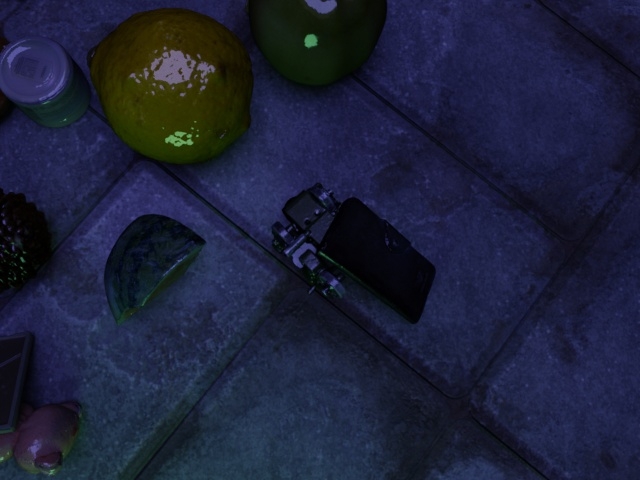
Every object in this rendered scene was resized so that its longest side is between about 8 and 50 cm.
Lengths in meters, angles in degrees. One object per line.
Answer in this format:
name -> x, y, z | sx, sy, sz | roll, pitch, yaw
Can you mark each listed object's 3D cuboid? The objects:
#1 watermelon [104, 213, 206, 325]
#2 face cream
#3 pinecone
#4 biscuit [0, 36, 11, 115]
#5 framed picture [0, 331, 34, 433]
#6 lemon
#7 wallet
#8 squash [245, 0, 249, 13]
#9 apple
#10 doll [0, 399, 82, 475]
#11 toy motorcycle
watermelon -> -0.406, 0.068, 1.446 | 0.260, 0.256, 0.176 | -44, 130, -17
face cream -> -0.661, -0.379, 1.502 | 0.177, 0.153, 0.177 | 1, 79, -3
pinecone -> -0.766, 0.005, 1.398 | 0.292, 0.246, 0.247 | -7, 80, 10
biscuit -> -0.907, -0.417, 1.521 | 0.314, 0.063, 0.367 | -32, 77, -24
framed picture -> -0.817, 0.328, 1.367 | 0.334, 0.022, 0.247 | -8, 47, -3
lemon -> -0.334, -0.353, 1.423 | 0.387, 0.350, 0.350 | 24, 79, -8
wallet -> 0.145, 0.047, 1.460 | 0.318, 0.045, 0.172 | 39, 64, -23
squash -> -0.179, -0.634, 1.641 | 0.027, 0.027, 0.083 | 18, 80, 0
apple -> -0.009, -0.558, 1.493 | 0.357, 0.357, 0.358 | 1, 80, -4
doll -> -0.681, 0.446, 1.370 | 0.303, 0.201, 0.156 | -2, 117, 1
toy motorcycle -> 0.000, 0.000, 1.500 | 0.205, 0.127, 0.275 | -43, 78, -10
